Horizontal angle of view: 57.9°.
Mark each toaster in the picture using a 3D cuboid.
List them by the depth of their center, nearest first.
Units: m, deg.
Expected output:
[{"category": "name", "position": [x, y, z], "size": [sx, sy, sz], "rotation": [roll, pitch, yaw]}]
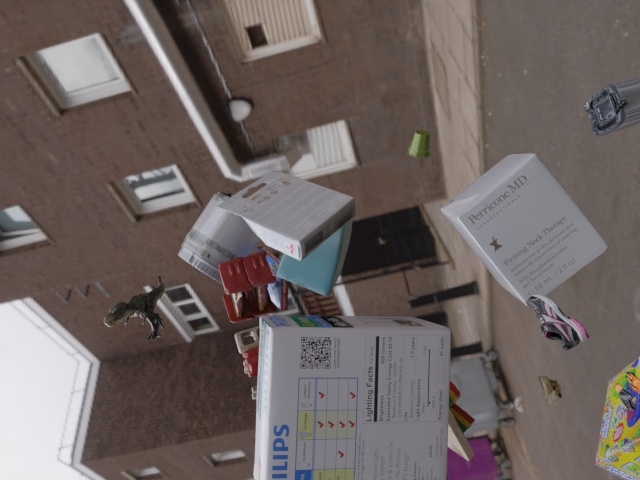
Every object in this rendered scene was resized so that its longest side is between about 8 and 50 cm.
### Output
[{"category": "toaster", "position": [0.870, -0.388, 1.647], "size": [0.227, 0.146, 0.129], "rotation": [60, -167, -84]}]

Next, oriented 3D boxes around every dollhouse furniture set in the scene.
[{"category": "dollhouse furniture set", "position": [-0.180, 0.247, 1.716], "size": [0.201, 0.152, 0.374], "rotation": [97, 155, -56]}]

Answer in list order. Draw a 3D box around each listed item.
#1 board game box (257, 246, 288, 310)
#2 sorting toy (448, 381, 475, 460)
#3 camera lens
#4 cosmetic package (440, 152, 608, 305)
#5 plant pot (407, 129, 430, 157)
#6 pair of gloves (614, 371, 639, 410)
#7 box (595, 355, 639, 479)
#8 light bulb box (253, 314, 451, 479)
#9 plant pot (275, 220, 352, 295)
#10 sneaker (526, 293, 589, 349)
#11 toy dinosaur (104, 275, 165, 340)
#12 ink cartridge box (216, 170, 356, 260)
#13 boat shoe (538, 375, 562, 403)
[{"category": "board game box", "position": [-0.163, 0.120, 1.930], "size": [0.281, 0.027, 0.145], "rotation": [-149, 58, -65]}, {"category": "sorting toy", "position": [0.289, 0.425, 1.543], "size": [0.255, 0.089, 0.257], "rotation": [23, 151, 50]}, {"category": "camera lens", "position": [-0.331, -0.012, 1.997], "size": [0.274, 0.219, 0.219], "rotation": [-57, -15, -6]}, {"category": "cosmetic package", "position": [0.683, -0.048, 2.003], "size": [0.393, 0.329, 0.327], "rotation": [50, -173, -5]}, {"category": "plant pot", "position": [0.348, -0.339, 2.012], "size": [0.083, 0.083, 0.079], "rotation": [-91, 5, -59]}, {"category": "pair of gloves", "position": [0.740, 0.359, 1.382], "size": [0.074, 0.010, 0.083], "rotation": [-112, 28, -47]}, {"category": "box", "position": [0.921, 0.486, 1.583], "size": [0.279, 0.177, 0.290], "rotation": [100, -163, -53]}, {"category": "light bulb box", "position": [0.054, 0.338, 1.184], "size": [0.225, 0.361, 0.358], "rotation": [170, 102, -78]}, {"category": "plant pot", "position": [0.000, 0.000, 1.664], "size": [0.166, 0.165, 0.234], "rotation": [-55, -15, -64]}, {"category": "sneaker", "position": [0.581, 0.206, 1.464], "size": [0.178, 0.077, 0.072], "rotation": [45, 173, 50]}, {"category": "toy dinosaur", "position": [-0.422, 0.174, 1.415], "size": [0.268, 0.064, 0.118], "rotation": [-52, -57, -74]}, {"category": "ink cartridge box", "position": [-0.056, -0.046, 0.944], "size": [0.145, 0.179, 0.045], "rotation": [-39, -44, -37]}, {"category": "boat shoe", "position": [0.604, 0.384, 1.517], "size": [0.135, 0.045, 0.050], "rotation": [51, -160, -49]}]
